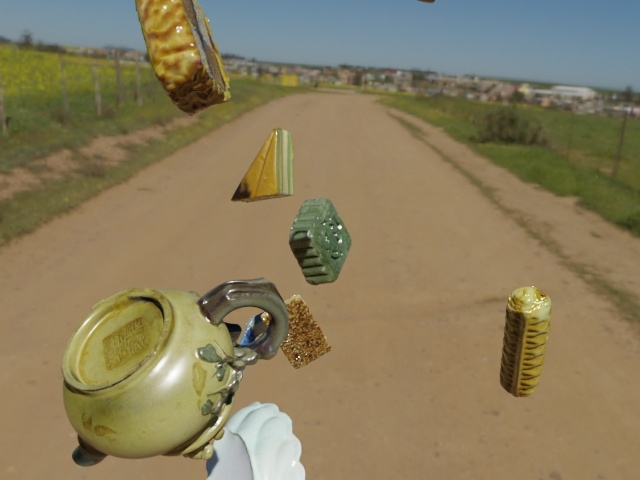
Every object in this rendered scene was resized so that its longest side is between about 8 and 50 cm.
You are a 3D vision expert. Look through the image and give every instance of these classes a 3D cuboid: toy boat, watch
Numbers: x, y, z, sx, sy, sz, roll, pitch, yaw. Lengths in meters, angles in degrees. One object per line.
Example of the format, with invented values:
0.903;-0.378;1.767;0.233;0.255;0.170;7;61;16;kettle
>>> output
-0.118;0.393;1.320;0.100;0.199;0.290;21;17;-38;toy boat
-0.196;0.351;2.451;0.276;0.068;0.274;-29;37;12;watch

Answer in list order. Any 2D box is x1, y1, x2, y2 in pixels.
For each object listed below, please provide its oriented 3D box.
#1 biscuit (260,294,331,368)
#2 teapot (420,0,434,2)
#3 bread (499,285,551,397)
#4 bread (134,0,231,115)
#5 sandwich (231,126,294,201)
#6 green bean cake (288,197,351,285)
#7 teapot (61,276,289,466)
-0.065;0.259;2.188;0.131;0.231;0.025;-31;34;-1;biscuit
0.144;-0.401;1.168;0.068;0.076;0.121;12;32;-3;teapot
0.414;0.214;1.595;0.084;0.367;0.077;-6;50;4;bread
-0.239;-0.338;1.349;0.096;0.222;0.181;-20;-15;7;bread
-0.155;-0.197;2.072;0.144;0.187;0.117;-1;0;21;sandwich
0.000;0.000;2.080;0.094;0.185;0.183;-8;36;31;green bean cake
-0.143;0.140;0.785;0.269;0.182;0.173;-32;39;-1;teapot
